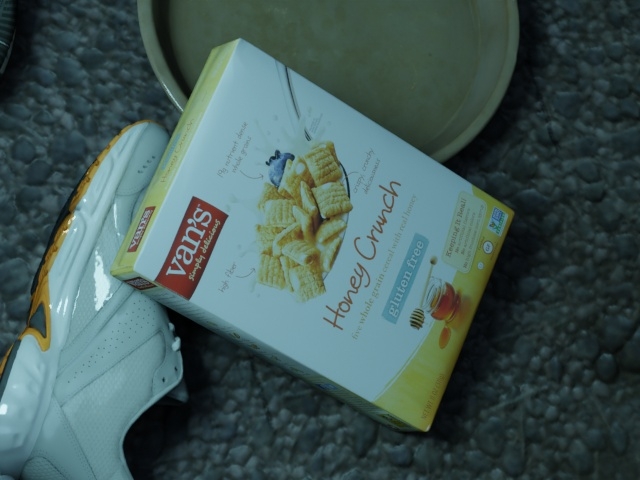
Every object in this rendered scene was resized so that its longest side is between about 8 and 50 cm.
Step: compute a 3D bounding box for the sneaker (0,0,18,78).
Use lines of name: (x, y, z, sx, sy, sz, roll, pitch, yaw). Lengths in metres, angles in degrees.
sneaker: (-0.240, -0.214, 1.293, 0.078, 0.106, 0.234, 6, 69, -7)

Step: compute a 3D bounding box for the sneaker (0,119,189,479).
sneaker: (-0.132, 0.051, 1.244, 0.121, 0.099, 0.262, 23, 74, -12)

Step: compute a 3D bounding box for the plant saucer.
plant saucer: (0.006, -0.161, 1.363, 0.278, 0.041, 0.278, 3, 70, -10)

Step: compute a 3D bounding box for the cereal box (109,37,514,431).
cereal box: (0.000, 0.000, 1.248, 0.240, 0.047, 0.173, 30, 72, -24)

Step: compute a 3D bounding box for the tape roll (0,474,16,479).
tape roll: (-0.236, 0.265, 1.040, 0.100, 0.286, 0.286, 42, 69, 5)
